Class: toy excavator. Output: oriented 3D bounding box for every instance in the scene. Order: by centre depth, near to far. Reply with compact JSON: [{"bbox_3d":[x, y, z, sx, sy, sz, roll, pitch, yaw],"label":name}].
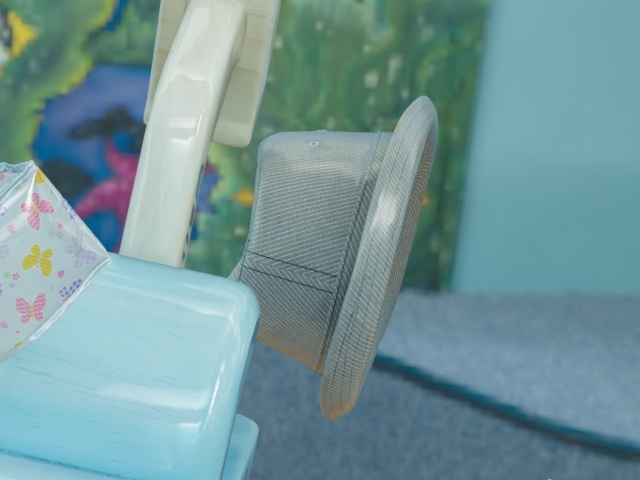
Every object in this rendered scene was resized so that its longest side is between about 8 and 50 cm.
[{"bbox_3d":[-0.112,0.048,1.165,0.222,0.445,0.433,14,8,1],"label":"toy excavator"}]

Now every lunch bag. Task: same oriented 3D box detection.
[{"bbox_3d":[-0.159,0.012,0.926,0.083,0.071,0.053,-49,24,-24],"label":"lunch bag"}]

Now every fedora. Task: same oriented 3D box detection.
[{"bbox_3d":[0.000,0.000,1.378,0.124,0.244,0.275,15,21,4],"label":"fedora"}]

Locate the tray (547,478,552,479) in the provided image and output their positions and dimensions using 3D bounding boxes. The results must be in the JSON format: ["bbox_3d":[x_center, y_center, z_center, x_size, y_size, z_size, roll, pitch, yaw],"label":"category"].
[{"bbox_3d":[0.202,0.247,1.096,0.030,0.145,0.270,-34,19,-3],"label":"tray"}]
